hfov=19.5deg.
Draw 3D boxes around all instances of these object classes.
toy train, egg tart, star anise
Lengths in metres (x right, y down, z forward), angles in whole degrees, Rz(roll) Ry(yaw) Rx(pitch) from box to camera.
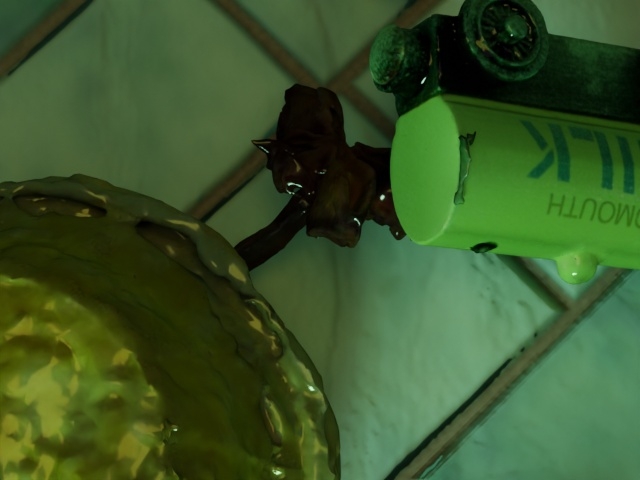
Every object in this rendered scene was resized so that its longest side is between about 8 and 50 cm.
[{"bbox_3d":[0.141,-0.052,1.061,0.253,0.105,0.157,7,71,-31],"label":"toy train"},{"bbox_3d":[-0.176,0.138,1.002,0.388,0.169,0.388,-1,74,4],"label":"egg tart"},{"bbox_3d":[-0.006,-0.005,1.099,0.140,0.158,0.144,31,110,16],"label":"star anise"}]
